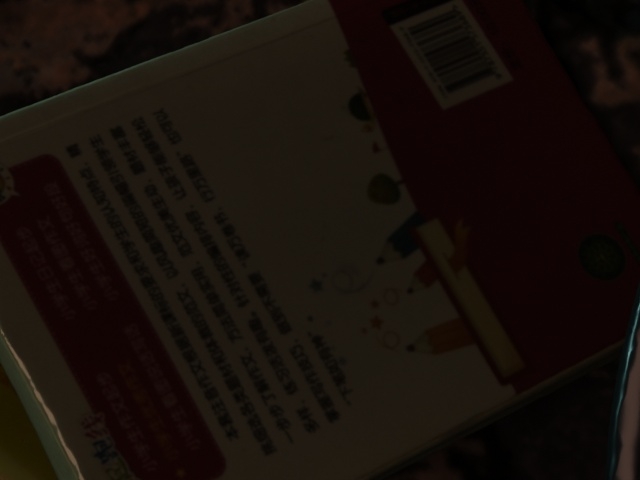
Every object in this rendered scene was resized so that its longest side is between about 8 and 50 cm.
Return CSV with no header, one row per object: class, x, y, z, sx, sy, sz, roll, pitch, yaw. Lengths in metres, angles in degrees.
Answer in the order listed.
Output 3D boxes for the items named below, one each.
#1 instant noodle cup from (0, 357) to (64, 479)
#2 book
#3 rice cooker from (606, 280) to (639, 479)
instant noodle cup,-0.170,0.043,0.650,0.236,0.215,0.215,35,99,9
book,0.000,0.000,0.602,0.232,0.022,0.162,-24,75,-23
rice cooker,0.209,0.049,0.489,0.267,0.224,0.267,-2,84,20
